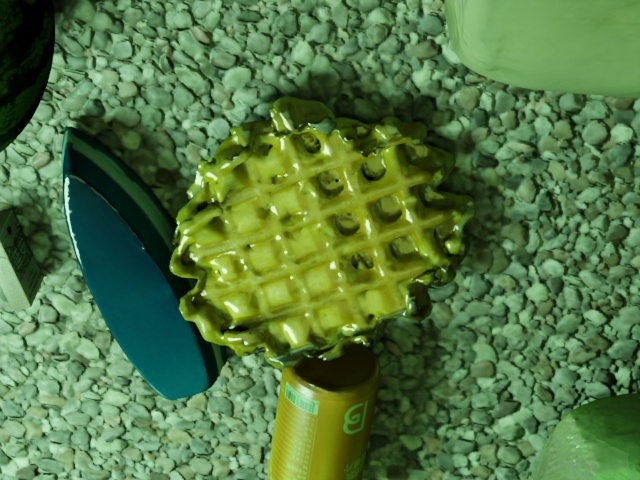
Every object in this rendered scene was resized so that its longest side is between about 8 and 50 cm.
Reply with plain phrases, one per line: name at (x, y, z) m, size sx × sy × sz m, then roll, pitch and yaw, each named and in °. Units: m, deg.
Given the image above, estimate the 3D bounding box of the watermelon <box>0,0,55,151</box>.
watermelon at (-0.348, -0.177, 1.457) m, size 0.269 × 0.269 × 0.269 m, roll 4°, pitch 123°, yaw 6°

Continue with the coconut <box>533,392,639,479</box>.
coconut at (0.315, 0.301, 1.651) m, size 0.281 × 0.328 × 0.328 m, roll -9°, pitch 125°, yaw -18°

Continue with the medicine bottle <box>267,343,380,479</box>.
medicine bottle at (0.001, 0.194, 1.731) m, size 0.096 × 0.096 × 0.192 m, roll 9°, pitch 122°, yaw 2°

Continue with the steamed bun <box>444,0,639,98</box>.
steamed bun at (0.260, -0.265, 1.231) m, size 0.371 × 0.290 × 0.456 m, roll 5°, pitch 149°, yaw 3°

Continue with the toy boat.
toy boat at (-0.179, 0.025, 1.668) m, size 0.096 × 0.062 × 0.299 m, roll -16°, pitch 119°, yaw 18°

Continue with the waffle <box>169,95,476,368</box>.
waffle at (0.000, 0.001, 1.611) m, size 0.262 × 0.060 × 0.281 m, roll 22°, pitch 111°, yaw -6°

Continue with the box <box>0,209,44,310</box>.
box at (-0.297, 0.019, 1.686) m, size 0.024 × 0.053 × 0.083 m, roll -10°, pitch 122°, yaw 13°
